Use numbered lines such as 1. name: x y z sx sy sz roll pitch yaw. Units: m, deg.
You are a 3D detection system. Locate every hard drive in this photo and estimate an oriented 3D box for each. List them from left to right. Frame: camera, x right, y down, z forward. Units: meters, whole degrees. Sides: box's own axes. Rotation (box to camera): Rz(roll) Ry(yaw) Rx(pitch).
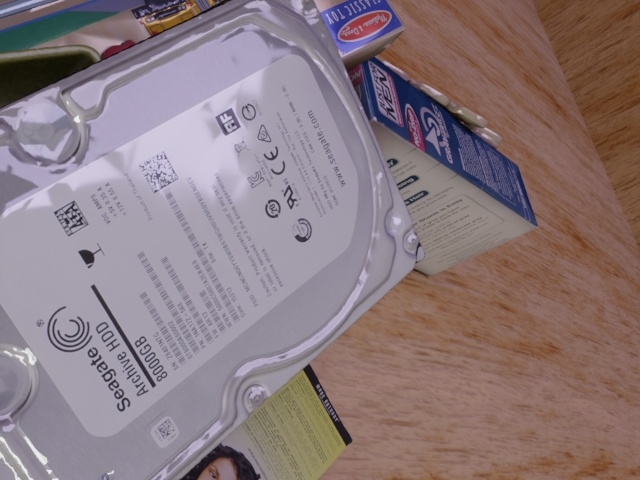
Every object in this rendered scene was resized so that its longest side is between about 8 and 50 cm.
1. hard drive: -0.093 0.002 0.442 0.339 0.064 0.237 -37 111 -31

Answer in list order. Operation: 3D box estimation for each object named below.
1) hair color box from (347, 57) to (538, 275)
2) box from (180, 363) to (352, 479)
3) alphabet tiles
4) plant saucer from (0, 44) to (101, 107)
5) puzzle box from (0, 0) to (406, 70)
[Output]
1. hair color box: 0.096 -0.075 0.850 0.347 0.174 0.105 23 48 -44
2. box: -0.064 0.179 0.535 0.087 0.058 0.232 60 31 0
3. alphabet tiles: 0.102 -0.198 0.942 0.284 0.021 0.278 26 8 -16
4. plant saucer: -0.206 -0.010 0.423 0.188 0.045 0.188 -19 102 -36
5. puzzle box: -0.142 -0.210 0.581 0.409 0.052 0.272 -34 92 -32
